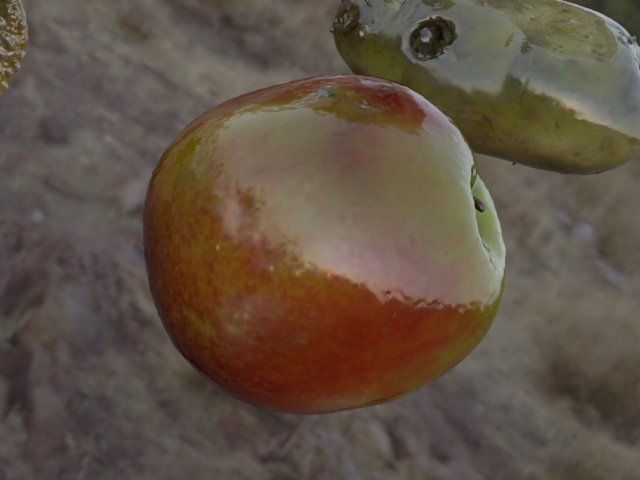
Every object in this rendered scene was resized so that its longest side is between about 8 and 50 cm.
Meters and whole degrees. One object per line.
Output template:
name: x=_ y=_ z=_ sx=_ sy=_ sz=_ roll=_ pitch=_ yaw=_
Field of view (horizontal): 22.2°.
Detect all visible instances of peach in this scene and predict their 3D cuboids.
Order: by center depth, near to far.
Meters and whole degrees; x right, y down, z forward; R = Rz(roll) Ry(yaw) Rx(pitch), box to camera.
peach: x=0.000 y=0.000 z=1.031 sx=0.231 sy=0.231 sz=0.231 roll=32 pitch=16 yaw=-10

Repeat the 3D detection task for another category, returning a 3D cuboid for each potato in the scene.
potato: x=0.150 y=-0.145 z=1.402 sx=0.296 sy=0.141 sz=0.191 roll=25 pitch=36 yaw=16

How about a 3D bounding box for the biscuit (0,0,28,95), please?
biscuit: x=-0.407 y=-0.221 z=1.652 sx=0.220 sy=0.220 sz=0.033 roll=32 pitch=15 yaw=-13
